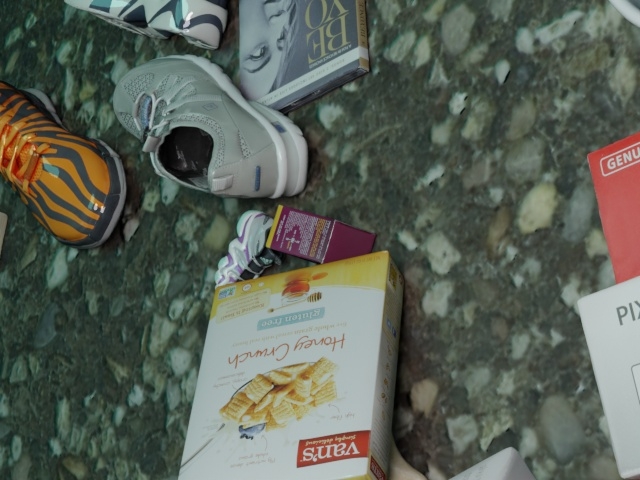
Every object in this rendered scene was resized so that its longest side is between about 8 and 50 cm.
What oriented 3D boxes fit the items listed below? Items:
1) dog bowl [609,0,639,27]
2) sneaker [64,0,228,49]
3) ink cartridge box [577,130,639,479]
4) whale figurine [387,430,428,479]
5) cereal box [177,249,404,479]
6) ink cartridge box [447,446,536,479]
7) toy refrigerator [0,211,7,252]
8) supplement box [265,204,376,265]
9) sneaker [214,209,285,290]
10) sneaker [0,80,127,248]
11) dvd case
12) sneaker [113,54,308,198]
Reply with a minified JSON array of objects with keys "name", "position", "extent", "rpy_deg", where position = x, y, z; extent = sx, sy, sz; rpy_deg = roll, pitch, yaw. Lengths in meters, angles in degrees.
[{"name":"dog bowl","position":[0.331,-0.255,1.242],"extent":[0.265,0.104,0.265],"rpy_deg":[-20,62,41]},{"name":"sneaker","position":[-0.174,-0.298,1.799],"extent":[0.235,0.094,0.153],"rpy_deg":[18,88,48]},{"name":"ink cartridge box","position":[0.313,0.005,1.169],"extent":[0.296,0.066,0.261],"rpy_deg":[-25,68,38]},{"name":"whale figurine","position":[-0.026,0.266,1.429],"extent":[0.272,0.141,0.216],"rpy_deg":[-37,51,0]},{"name":"cereal box","position":[-0.022,0.124,1.420],"extent":[0.173,0.047,0.240],"rpy_deg":[-13,43,20]},{"name":"ink cartridge box","position":[-0.014,0.331,1.096],"extent":[0.395,0.285,0.166],"rpy_deg":[-32,93,17]},{"name":"toy refrigerator","position":[-0.498,0.007,2.019],"extent":[0.269,0.102,0.094],"rpy_deg":[-2,74,45]},{"name":"supplement box","position":[0.000,0.000,1.533],"extent":[0.083,0.055,0.043],"rpy_deg":[15,87,49]},{"name":"sneaker","position":[-0.061,0.021,1.600],"extent":[0.069,0.038,0.098],"rpy_deg":[15,87,49]},{"name":"sneaker","position":[-0.347,-0.097,1.840],"extent":[0.321,0.180,0.124],"rpy_deg":[36,102,47]},{"name":"dvd case","position":[-0.022,-0.236,1.671],"extent":[0.164,0.018,0.221],"rpy_deg":[-23,60,39]},{"name":"sneaker","position":[-0.134,-0.114,1.649],"extent":[0.281,0.115,0.105],"rpy_deg":[25,120,48]}]
